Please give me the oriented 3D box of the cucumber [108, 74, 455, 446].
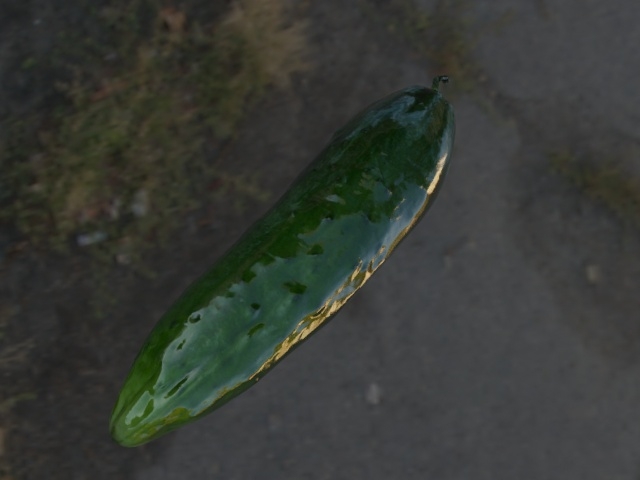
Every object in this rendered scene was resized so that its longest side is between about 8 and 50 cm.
[{"bbox_3d":[0.000,0.000,0.507,0.168,0.039,0.039,-46,112,-34],"label":"cucumber"}]
